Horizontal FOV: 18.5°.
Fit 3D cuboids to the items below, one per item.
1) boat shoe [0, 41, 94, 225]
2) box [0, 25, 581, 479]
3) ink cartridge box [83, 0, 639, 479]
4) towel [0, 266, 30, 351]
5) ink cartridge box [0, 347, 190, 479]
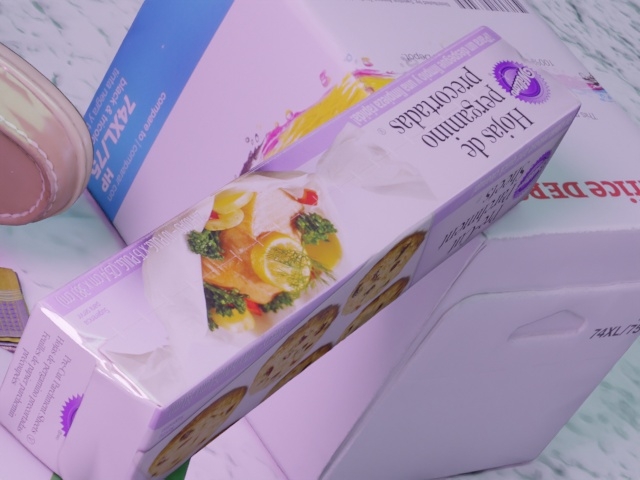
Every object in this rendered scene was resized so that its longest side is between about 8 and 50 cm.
[{"bbox_3d":[-0.263,-0.072,0.972,0.302,0.109,0.098,24,37,-3],"label":"boat shoe"},{"bbox_3d":[0.000,0.000,0.800,0.063,0.067,0.324,40,39,13],"label":"box"},{"bbox_3d":[0.034,-0.029,1.081,0.198,0.197,0.270,-3,46,-44],"label":"ink cartridge box"},{"bbox_3d":[-0.185,0.028,0.986,0.083,0.009,0.060,13,37,-30],"label":"towel"},{"bbox_3d":[-0.177,0.104,0.746,0.208,0.153,0.087,29,30,-8],"label":"ink cartridge box"}]
